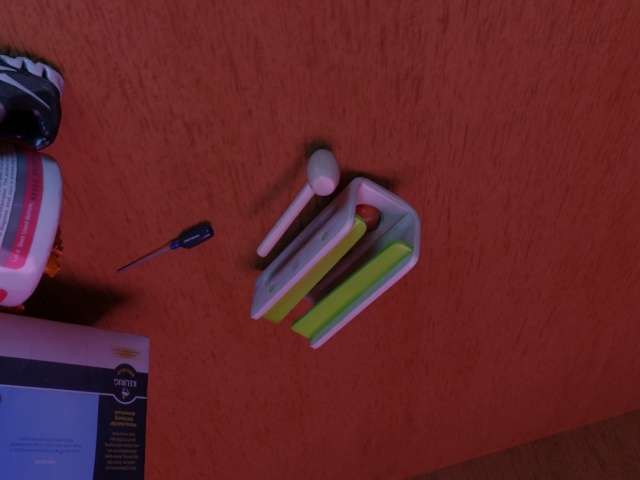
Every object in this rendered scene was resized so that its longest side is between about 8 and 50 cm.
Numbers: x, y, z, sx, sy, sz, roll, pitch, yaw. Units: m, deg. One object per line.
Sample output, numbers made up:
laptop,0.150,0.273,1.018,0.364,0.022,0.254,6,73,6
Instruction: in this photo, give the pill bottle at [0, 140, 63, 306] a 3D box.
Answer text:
pill bottle,-0.444,-0.046,0.895,0.318,0.176,0.176,16,136,-32

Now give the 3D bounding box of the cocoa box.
cocoa box,-0.446,0.238,1.245,0.231,0.228,0.347,-12,161,34

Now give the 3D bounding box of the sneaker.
sneaker,-0.356,-0.147,0.862,0.234,0.106,0.078,13,137,-42

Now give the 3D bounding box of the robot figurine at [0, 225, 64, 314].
robot figurine,-0.480,0.012,1.077,0.291,0.085,0.211,13,137,-42

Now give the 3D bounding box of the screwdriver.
screwdriver,-0.232,0.014,1.285,0.169,0.024,0.025,-19,121,14

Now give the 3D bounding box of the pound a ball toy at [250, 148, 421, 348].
pound a ball toy,0.000,0.000,1.305,0.208,0.136,0.319,28,131,-19
